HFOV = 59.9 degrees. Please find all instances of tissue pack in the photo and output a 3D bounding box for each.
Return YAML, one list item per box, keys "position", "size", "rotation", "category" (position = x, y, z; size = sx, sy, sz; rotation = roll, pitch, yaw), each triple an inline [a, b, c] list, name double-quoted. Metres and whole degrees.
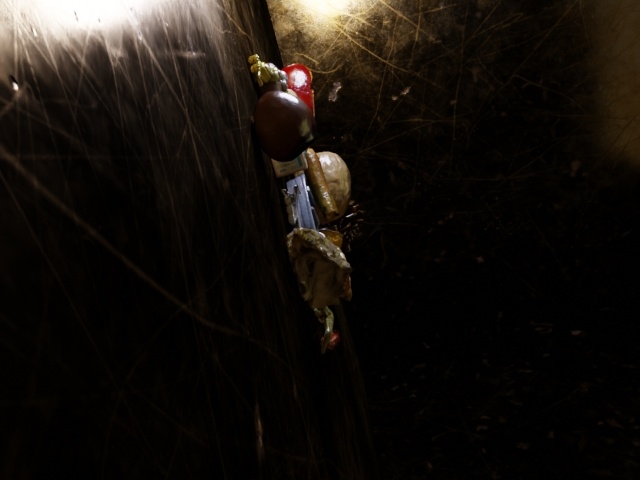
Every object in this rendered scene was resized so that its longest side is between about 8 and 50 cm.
- position: [-0.087, -0.226, 1.563]
  size: [0.059, 0.094, 0.074]
  rotation: [-91, 166, -72]
  category: "tissue pack"

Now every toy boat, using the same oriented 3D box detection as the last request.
- position: [-0.048, -0.077, 1.786]
  size: [0.127, 0.078, 0.283]
  rotation: [73, 5, -58]
  category: "toy boat"

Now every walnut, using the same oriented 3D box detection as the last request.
- position: [0.009, -0.186, 2.002]
  size: [0.225, 0.225, 0.261]
  rotation: [24, 66, -86]
  category: "walnut"

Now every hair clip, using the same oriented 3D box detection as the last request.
- position: [-0.068, -0.051, 1.609]
  size: [0.140, 0.054, 0.220]
  rotation: [86, -7, -83]
  category: "hair clip"

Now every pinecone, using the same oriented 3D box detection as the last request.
- position: [0.050, -0.095, 2.246]
  size: [0.309, 0.244, 0.244]
  rotation: [57, -4, 20]
  category: "pinecone"

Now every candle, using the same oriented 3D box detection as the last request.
- position: [0.034, 0.323, 1.800]
  size: [0.051, 0.048, 0.329]
  rotation: [64, 2, 8]
  category: "candle"

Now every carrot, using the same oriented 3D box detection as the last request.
- position: [-0.004, -0.187, 1.850]
  size: [0.070, 0.070, 0.260]
  rotation: [67, 2, -71]
  category: "carrot"

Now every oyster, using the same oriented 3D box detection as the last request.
- position: [-0.012, 0.058, 1.397]
  size: [0.341, 0.166, 0.110]
  rotation: [54, 23, -47]
  category: "oyster"

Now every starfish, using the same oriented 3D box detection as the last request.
- position: [0.010, 0.218, 1.601]
  size: [0.217, 0.050, 0.223]
  rotation: [-155, -114, -70]
  category: "starfish"

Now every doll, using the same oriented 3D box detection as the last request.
- position: [-0.146, -0.462, 1.639]
  size: [0.188, 0.096, 0.145]
  rotation: [-10, 79, -77]
  category: "doll"

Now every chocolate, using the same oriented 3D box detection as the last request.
- position: [-0.094, -0.276, 1.337]
  size: [0.177, 0.177, 0.176]
  rotation: [-14, 90, -87]
  category: "chocolate"

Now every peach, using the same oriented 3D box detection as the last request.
- position: [-0.107, -0.592, 2.296]
  size: [0.159, 0.154, 0.267]
  rotation: [-163, -111, -83]
  category: "peach"

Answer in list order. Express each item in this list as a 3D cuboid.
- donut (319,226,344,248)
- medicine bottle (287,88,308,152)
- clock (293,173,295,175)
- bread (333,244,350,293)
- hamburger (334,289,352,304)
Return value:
- position: [0.012, 0.001, 1.967]
  size: [0.181, 0.146, 0.078]
  rotation: [82, 11, -81]
  category: "donut"
- position: [-0.113, -0.429, 1.988]
  size: [0.426, 0.108, 0.108]
  rotation: [-102, 177, -57]
  category: "medicine bottle"
- position: [-0.081, -0.326, 2.177]
  size: [0.166, 0.093, 0.162]
  rotation: [-97, 169, -61]
  category: "clock"
- position: [0.030, 0.112, 1.859]
  size: [0.190, 0.132, 0.114]
  rotation: [69, 9, -47]
  category: "bread"
- position: [0.079, 0.213, 2.582]
  size: [0.185, 0.113, 0.177]
  rotation: [-112, 178, -49]
  category: "hamburger"
